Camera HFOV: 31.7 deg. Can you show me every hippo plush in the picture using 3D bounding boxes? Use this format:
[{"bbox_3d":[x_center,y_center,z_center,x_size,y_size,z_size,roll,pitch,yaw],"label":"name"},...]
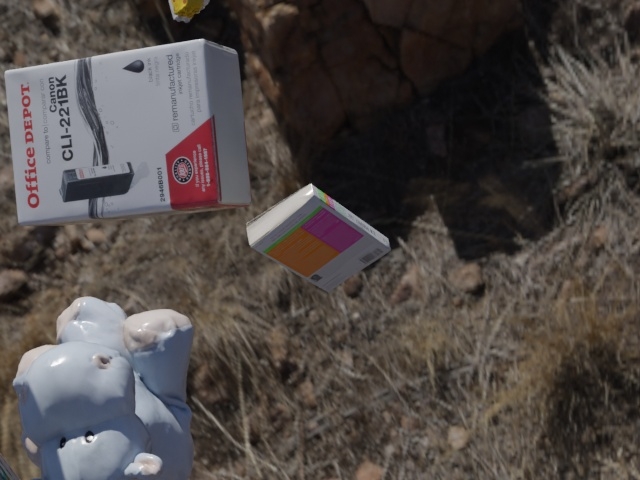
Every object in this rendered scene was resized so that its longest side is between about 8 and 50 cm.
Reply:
[{"bbox_3d":[-0.251,0.211,1.202,0.234,0.236,0.294,-13,90,13],"label":"hippo plush"}]

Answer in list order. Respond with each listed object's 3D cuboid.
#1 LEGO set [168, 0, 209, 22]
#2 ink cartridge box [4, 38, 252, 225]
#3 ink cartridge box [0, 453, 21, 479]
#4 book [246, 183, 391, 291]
[{"bbox_3d":[-0.102,-0.263,1.062,0.227,0.087,0.093,-28,71,45],"label":"LEGO set"},{"bbox_3d":[-0.237,-0.126,1.386,0.273,0.114,0.197,-6,89,18],"label":"ink cartridge box"},{"bbox_3d":[-0.325,0.221,0.828,0.197,0.198,0.270,-37,12,-15],"label":"ink cartridge box"},{"bbox_3d":[0.000,0.000,1.273,0.096,0.144,0.035,-34,47,22],"label":"book"}]
